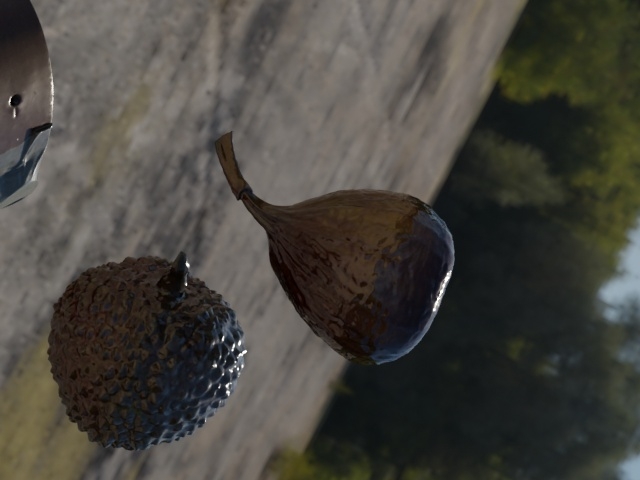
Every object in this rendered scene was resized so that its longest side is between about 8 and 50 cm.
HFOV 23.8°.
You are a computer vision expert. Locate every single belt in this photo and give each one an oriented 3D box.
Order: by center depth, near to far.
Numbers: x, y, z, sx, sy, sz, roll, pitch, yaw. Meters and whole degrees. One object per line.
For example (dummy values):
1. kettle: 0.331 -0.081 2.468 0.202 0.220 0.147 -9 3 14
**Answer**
1. belt: -0.396 -0.151 1.641 0.122 0.217 0.339 -36 158 -39

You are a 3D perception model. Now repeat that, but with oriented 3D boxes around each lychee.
1. lychee: -0.139 0.082 1.227 0.197 0.165 0.165 -66 175 23

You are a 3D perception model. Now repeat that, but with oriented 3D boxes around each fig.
1. fig: 0.000 0.000 1.132 0.134 0.201 0.146 -63 -164 -22
